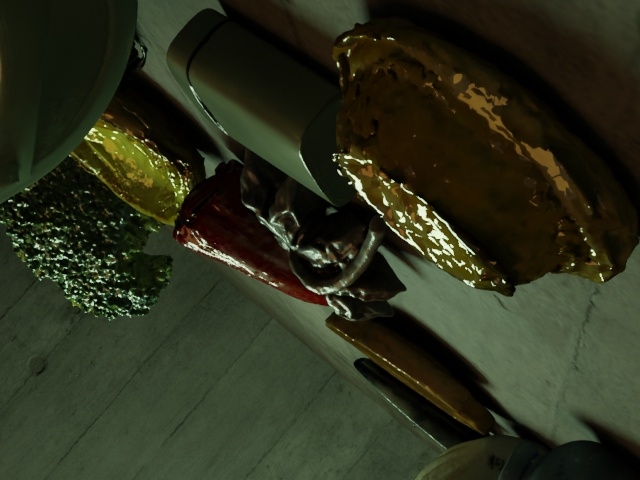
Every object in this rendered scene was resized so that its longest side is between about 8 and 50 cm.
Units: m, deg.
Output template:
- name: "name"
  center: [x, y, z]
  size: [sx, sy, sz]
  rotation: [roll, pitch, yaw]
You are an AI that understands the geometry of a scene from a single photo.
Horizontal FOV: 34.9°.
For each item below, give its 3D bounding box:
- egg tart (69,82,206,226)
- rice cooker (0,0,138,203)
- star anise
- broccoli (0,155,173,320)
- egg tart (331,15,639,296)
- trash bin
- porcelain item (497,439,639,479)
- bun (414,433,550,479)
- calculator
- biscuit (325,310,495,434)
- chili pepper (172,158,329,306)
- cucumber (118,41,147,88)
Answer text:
- name: "egg tart"
  center: [-0.238, -0.126, 1.312]
  size: [0.279, 0.095, 0.279]
  rotation: [32, 159, 14]
- name: "rice cooker"
  center: [-0.297, -0.180, 0.745]
  size: [0.277, 0.288, 0.288]
  rotation: [35, 170, 26]
- name: "star anise"
  center: [0.000, -0.001, 0.990]
  size: [0.230, 0.081, 0.262]
  rotation: [54, 170, -16]
- name: "broccoli"
  center: [-0.318, -0.059, 1.566]
  size: [0.249, 0.302, 0.375]
  rotation: [-4, 113, 48]
- name: "egg tart"
  center: [0.070, -0.034, 0.532]
  size: [0.191, 0.074, 0.191]
  rotation: [42, 174, 6]
- name: "trash bin"
  center: [-0.033, -0.092, 0.722]
  size: [0.130, 0.059, 0.116]
  rotation: [35, 172, 26]
- name: "porcelain item"
  center: [0.299, 0.290, 1.009]
  size: [0.259, 0.141, 0.141]
  rotation: [27, 166, 29]
- name: "bun"
  center: [0.248, 0.344, 1.368]
  size: [0.263, 0.175, 0.263]
  rotation: [7, -158, -3]
- name: "calculator"
  center: [0.163, 0.264, 1.625]
  size: [0.268, 0.040, 0.177]
  rotation: [34, -173, 30]
- name: "biscuit"
  center: [0.127, 0.176, 1.428]
  size: [0.269, 0.051, 0.376]
  rotation: [37, 174, 2]
- name: "chili pepper"
  center: [-0.045, 0.009, 1.174]
  size: [0.253, 0.136, 0.144]
  rotation: [35, 147, -16]
- name: "cucumber"
  center: [-0.230, -0.142, 0.947]
  size: [0.067, 0.067, 0.245]
  rotation: [43, -149, -12]
